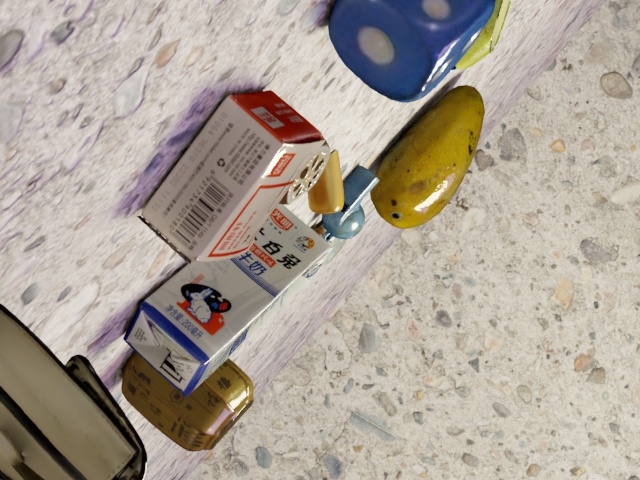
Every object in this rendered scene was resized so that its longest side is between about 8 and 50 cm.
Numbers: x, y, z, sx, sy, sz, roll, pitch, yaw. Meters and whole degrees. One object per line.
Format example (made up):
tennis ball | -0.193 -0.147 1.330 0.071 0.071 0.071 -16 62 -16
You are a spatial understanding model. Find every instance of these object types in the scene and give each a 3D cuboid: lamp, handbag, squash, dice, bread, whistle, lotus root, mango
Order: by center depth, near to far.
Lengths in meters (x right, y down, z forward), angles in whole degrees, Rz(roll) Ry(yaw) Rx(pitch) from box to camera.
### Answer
handbag | -0.320 0.255 1.165 0.160 0.237 0.358 -38 167 -42
dice | 0.105 -0.257 1.332 0.146 0.146 0.143 -44 172 -33
lotus root | -0.045 -0.108 1.502 0.122 0.081 0.112 -38 159 -52
lamp | -0.206 0.228 1.803 0.161 0.185 0.161 -48 174 -6
bread | 0.008 -0.097 1.930 0.062 0.103 0.049 -2 -172 33
squash | 0.269 -0.348 2.008 0.200 0.075 0.090 -52 -163 33
whistle | 0.055 -0.058 2.199 0.158 0.090 0.090 -49 172 -2
whistle | 0.000 0.000 2.286 0.107 0.057 0.220 -56 166 9
mango | 0.231 -0.169 2.349 0.329 0.175 0.176 -48 -144 -1

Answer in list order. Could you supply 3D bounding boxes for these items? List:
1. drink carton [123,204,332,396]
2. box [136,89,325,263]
drink carton | -0.129 0.074 1.688 0.315 0.130 0.106 -43 171 -41
box | -0.095 -0.070 1.304 0.182 0.099 0.133 -52 170 17
